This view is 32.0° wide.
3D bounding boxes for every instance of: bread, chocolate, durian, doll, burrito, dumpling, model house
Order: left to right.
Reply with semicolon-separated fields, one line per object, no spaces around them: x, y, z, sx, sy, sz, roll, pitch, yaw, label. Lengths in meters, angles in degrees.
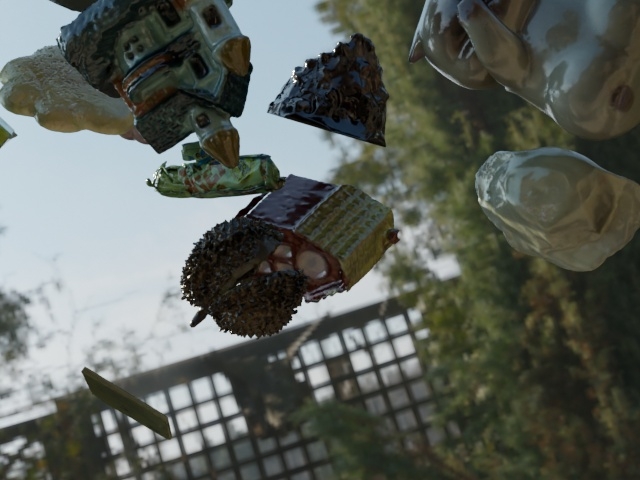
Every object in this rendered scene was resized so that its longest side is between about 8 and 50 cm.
-0.452;-0.293;2.108;0.316;0.316;0.054;-11;-48;-29;bread
-0.195;-0.233;1.596;0.253;0.291;0.184;-34;-8;7;model house
-0.189;-0.126;1.968;0.288;0.104;0.054;-3;5;33;burrito
-0.120;0.066;1.659;0.196;0.196;0.167;-15;-17;-14;durian
0.000;0.000;1.961;0.254;0.160;0.196;8;33;29;model house
0.030;-0.275;1.942;0.206;0.177;0.224;18;5;19;chocolate
0.302;-0.271;1.494;0.370;0.215;0.226;23;12;14;doll
0.329;-0.049;1.581;0.250;0.162;0.132;17;3;27;dumpling

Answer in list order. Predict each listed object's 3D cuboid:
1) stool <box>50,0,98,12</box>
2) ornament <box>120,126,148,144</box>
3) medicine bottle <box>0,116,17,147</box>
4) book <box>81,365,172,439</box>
-0.500;-0.585;1.999;0.297;0.330;0.297;-41;-29;-29;stool
-0.404;-0.310;2.598;0.177;0.177;0.177;-17;-11;-4;ornament
-0.665;-0.221;1.937;0.141;0.250;0.137;-47;15;-3;medicine bottle
-0.330;0.284;1.922;0.013;0.168;0.192;-58;-5;-19;book
